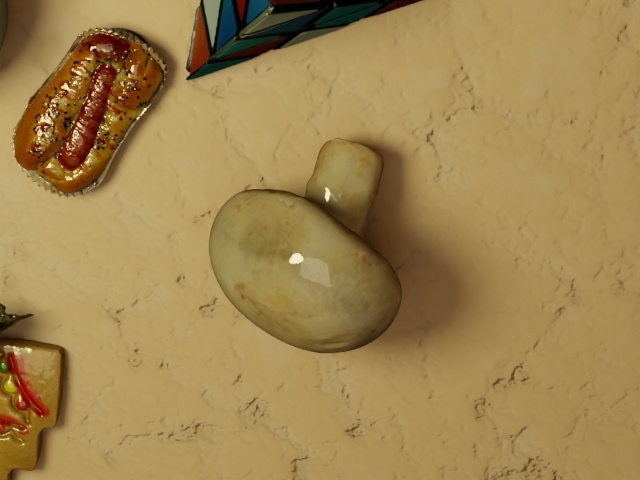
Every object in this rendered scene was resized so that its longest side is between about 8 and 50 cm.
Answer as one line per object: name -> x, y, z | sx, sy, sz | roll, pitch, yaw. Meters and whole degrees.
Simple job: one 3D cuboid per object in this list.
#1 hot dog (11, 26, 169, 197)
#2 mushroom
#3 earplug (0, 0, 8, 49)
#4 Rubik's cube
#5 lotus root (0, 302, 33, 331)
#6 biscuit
hot dog -> -0.240, -0.134, 1.816 | 0.108, 0.059, 0.191 | 32, 106, -13
mushroom -> -0.012, 0.012, 1.806 | 0.206, 0.209, 0.206 | 7, 139, 6
earplug -> -0.444, -0.186, 1.745 | 0.325, 0.175, 0.214 | -35, 109, 26
Rubik's cube -> -0.009, -0.233, 1.674 | 0.250, 0.234, 0.284 | 15, 109, -3
lotus root -> -0.447, 0.076, 1.853 | 0.278, 0.154, 0.154 | 19, 109, -7
biscuit -> -0.375, 0.189, 1.945 | 0.238, 0.041, 0.212 | -36, 102, 15
